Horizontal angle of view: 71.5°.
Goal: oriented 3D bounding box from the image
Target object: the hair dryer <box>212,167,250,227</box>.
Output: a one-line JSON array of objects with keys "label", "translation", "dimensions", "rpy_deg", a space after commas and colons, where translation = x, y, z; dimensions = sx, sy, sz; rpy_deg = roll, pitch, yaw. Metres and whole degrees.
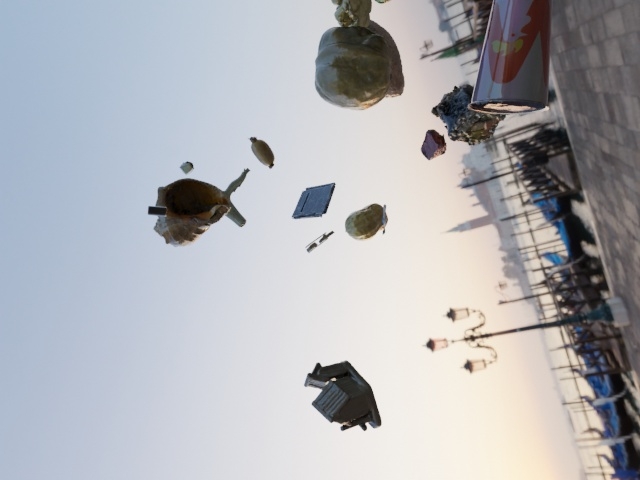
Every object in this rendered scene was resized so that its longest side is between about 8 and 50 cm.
[{"label": "hair dryer", "translation": [-0.477, -0.223, 2.503], "dimensions": [0.119, 0.298, 0.295], "rpy_deg": [59, -175, -87]}]

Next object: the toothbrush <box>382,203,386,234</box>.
[{"label": "toothbrush", "translation": [0.254, -0.084, 1.768], "dimensions": [0.017, 0.014, 0.162], "rpy_deg": [-50, -30, -36]}]

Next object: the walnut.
[{"label": "walnut", "translation": [0.117, -0.610, 1.574], "dimensions": [0.253, 0.277, 0.281], "rpy_deg": [-95, 17, -73]}]

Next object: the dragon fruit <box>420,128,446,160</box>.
[{"label": "dragon fruit", "translation": [0.500, -0.413, 1.901], "dimensions": [0.147, 0.096, 0.102], "rpy_deg": [104, 146, -69]}]

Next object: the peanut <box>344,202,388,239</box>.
[{"label": "peanut", "translation": [0.206, -0.082, 1.912], "dimensions": [0.306, 0.147, 0.146], "rpy_deg": [-33, -75, -52]}]

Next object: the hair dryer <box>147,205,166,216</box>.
[{"label": "hair dryer", "translation": [-0.444, -0.078, 1.205], "dimensions": [0.047, 0.083, 0.026], "rpy_deg": [6, -93, -21]}]

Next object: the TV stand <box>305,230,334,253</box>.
[{"label": "TV stand", "translation": [0.000, 0.000, 2.471], "dimensions": [0.042, 0.036, 0.249], "rpy_deg": [48, -139, 5]}]

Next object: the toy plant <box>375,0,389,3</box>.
[{"label": "toy plant", "translation": [0.369, -0.968, 1.502], "dimensions": [0.211, 0.356, 0.316], "rpy_deg": [7, -83, -49]}]

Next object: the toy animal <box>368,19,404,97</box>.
[{"label": "toy animal", "translation": [0.209, -0.753, 1.840], "dimensions": [0.188, 0.227, 0.358], "rpy_deg": [128, 121, -80]}]

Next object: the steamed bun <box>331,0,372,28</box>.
[{"label": "steamed bun", "translation": [0.112, -0.884, 1.698], "dimensions": [0.178, 0.106, 0.192], "rpy_deg": [-23, -69, -50]}]

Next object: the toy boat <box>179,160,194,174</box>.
[{"label": "toy boat", "translation": [-0.667, -0.368, 2.232], "dimensions": [0.065, 0.066, 0.172], "rpy_deg": [52, 169, -22]}]

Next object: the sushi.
[{"label": "sushi", "translation": [0.572, -0.505, 1.721], "dimensions": [0.239, 0.225, 0.218], "rpy_deg": [33, -148, -36]}]

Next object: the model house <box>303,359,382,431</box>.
[{"label": "model house", "translation": [0.052, 0.440, 1.261], "dimensions": [0.188, 0.229, 0.122], "rpy_deg": [2, -64, -37]}]

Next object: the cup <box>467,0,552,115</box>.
[{"label": "cup", "translation": [0.487, -0.475, 1.115], "dimensions": [0.203, 0.203, 0.288], "rpy_deg": [-14, -69, -67]}]

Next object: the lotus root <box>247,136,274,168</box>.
[{"label": "lotus root", "translation": [-0.227, -0.349, 1.740], "dimensions": [0.150, 0.062, 0.073], "rpy_deg": [54, -126, -19]}]

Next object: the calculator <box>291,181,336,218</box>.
[{"label": "calculator", "translation": [-0.031, -0.172, 1.967], "dimensions": [0.028, 0.274, 0.165], "rpy_deg": [28, -106, -30]}]

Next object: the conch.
[{"label": "conch", "translation": [-0.588, -0.141, 1.984], "dimensions": [0.210, 0.353, 0.297], "rpy_deg": [37, 150, 61]}]
